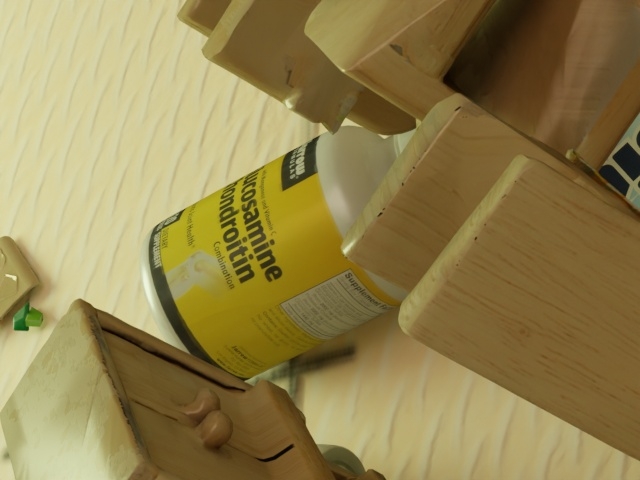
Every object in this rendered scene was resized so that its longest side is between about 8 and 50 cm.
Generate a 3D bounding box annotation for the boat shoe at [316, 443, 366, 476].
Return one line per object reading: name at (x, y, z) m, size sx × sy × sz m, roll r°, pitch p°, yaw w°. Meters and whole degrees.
boat shoe at (-0.062, 0.241, 0.917) m, size 0.091 × 0.114 × 0.302 m, roll 3°, pitch 57°, yaw 35°

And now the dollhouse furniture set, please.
dollhouse furniture set at (0.084, 0.005, 0.765) m, size 0.394 × 0.256 × 0.362 m, roll -56°, pitch 26°, yaw 10°

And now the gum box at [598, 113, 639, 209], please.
gum box at (0.199, -0.056, 0.926) m, size 0.157 × 0.041 × 0.184 m, roll -43°, pitch 50°, yaw 9°

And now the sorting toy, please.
sorting toy at (-0.209, 0.041, 1.176) m, size 0.062 × 0.012 × 0.083 m, roll -43°, pitch 47°, yaw 3°

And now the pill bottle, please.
pill bottle at (0.000, 0.000, 0.993) m, size 0.184 × 0.103 × 0.103 m, roll -28°, pitch 54°, yaw 21°
